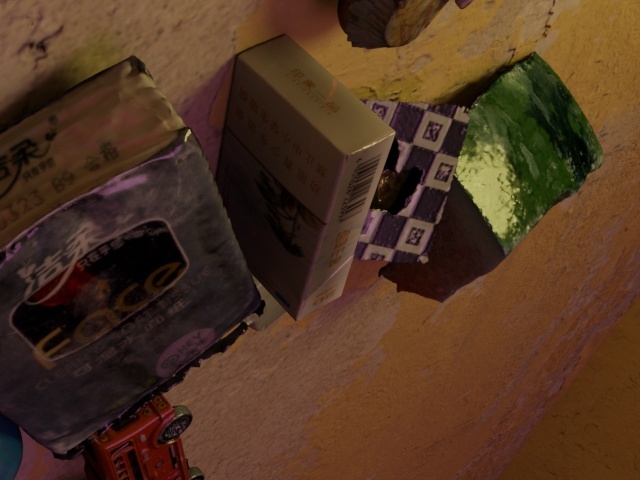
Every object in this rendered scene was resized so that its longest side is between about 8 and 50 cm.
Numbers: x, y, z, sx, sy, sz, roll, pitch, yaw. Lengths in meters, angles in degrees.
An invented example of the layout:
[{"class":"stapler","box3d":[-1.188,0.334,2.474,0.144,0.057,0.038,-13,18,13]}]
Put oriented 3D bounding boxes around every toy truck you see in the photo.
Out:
[{"class":"toy truck","box3d":[-0.211,0.227,1.243,0.114,0.107,0.252,-33,153,-22]}]

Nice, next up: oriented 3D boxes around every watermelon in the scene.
[{"class":"watermelon","box3d":[0.231,-0.060,1.399,0.264,0.151,0.302,-44,164,-37]}]

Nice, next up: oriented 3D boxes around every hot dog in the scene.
[{"class":"hot dog","box3d":[0.111,-0.282,0.970,0.270,0.082,0.162,-49,167,-9]}]

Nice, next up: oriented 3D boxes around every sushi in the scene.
[{"class":"sushi","box3d":[0.051,-0.070,1.205,0.210,0.040,0.192,2,114,-34]}]

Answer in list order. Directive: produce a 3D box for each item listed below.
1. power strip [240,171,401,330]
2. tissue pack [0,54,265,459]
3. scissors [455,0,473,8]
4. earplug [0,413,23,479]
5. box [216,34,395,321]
[{"class":"power strip","box3d":[0.000,0.000,1.287,0.270,0.046,0.118,-38,155,-14]},{"class":"tissue pack","box3d":[-0.196,0.032,0.936,0.259,0.122,0.361,-36,157,-12]},{"class":"scissors","box3d":[0.186,-0.267,0.933,0.110,0.021,0.212,-50,-172,-32]},{"class":"earplug","box3d":[-0.382,0.246,0.984,0.273,0.132,0.132,-43,157,-12]},{"class":"box","box3d":[-0.026,-0.052,1.033,0.067,0.149,0.233,-26,150,-32]}]
